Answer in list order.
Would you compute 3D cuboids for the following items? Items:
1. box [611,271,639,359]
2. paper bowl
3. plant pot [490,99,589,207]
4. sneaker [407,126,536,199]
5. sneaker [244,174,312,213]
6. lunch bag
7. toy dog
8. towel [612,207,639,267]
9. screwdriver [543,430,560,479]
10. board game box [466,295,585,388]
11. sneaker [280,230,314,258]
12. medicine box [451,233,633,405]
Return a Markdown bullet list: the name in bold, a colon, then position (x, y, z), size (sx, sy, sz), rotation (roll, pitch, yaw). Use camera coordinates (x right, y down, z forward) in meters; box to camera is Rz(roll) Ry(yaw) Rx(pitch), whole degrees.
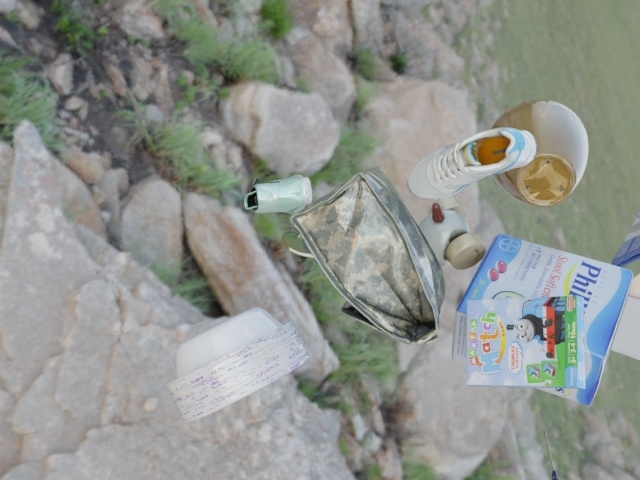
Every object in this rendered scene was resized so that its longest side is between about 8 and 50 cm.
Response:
- **box**: position (0.957, 0.213, 2.335), size (0.345, 0.215, 0.168), rotation (-17, 119, -54)
- **paper bowl**: position (-0.175, 0.235, 1.661), size (0.284, 0.284, 0.148), rotation (-21, 85, -62)
- **plant pot**: position (0.486, -0.170, 1.842), size (0.237, 0.237, 0.254), rotation (62, 19, -14)
- **sneaker**: position (0.238, -0.133, 1.391), size (0.092, 0.229, 0.087), rotation (2, 69, -56)
- **sneaker**: position (-0.111, -0.109, 1.996), size (0.256, 0.151, 0.094), rotation (160, -77, -82)
- **lunch bag**: position (0.100, 0.036, 1.377), size (0.287, 0.169, 0.235), rotation (56, 13, -1)
- **toy dog**: position (0.192, 0.027, 1.785), size (0.220, 0.333, 0.161), rotation (37, -4, 45)
- **towel**: position (0.752, -0.073, 1.809), size (0.034, 0.209, 0.285), rotation (36, 69, 0)
- **screwdriver**: position (0.502, 0.485, 1.791), size (0.025, 0.024, 0.169), rotation (15, 44, -10)
- **board game box**: position (0.364, 0.183, 1.491), size (0.039, 0.212, 0.160), rotation (17, 72, -50)
- **sneaker**: position (0.000, 0.000, 1.905), size (0.064, 0.192, 0.086), rotation (-40, 147, -51)
- **medicine box**: position (0.447, 0.151, 1.680), size (0.263, 0.290, 0.149), rotation (-53, 150, -41)
